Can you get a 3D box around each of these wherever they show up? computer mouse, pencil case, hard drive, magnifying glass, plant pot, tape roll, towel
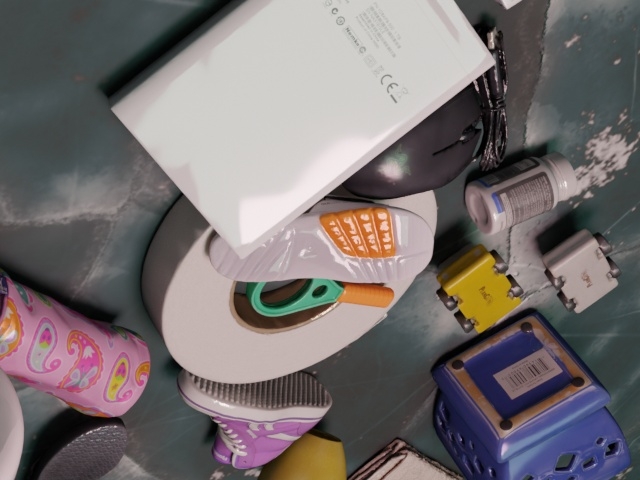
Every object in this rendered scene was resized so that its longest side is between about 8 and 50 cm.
[{"bbox_3d":[0.136,-0.127,1.677,0.272,0.072,0.189,-25,123,-33],"label":"computer mouse"},{"bbox_3d":[-0.316,0.113,1.635,0.124,0.124,0.284,-42,143,10],"label":"pencil case"},{"bbox_3d":[-0.017,-0.171,1.535,0.353,0.047,0.233,-38,117,3],"label":"hard drive"},{"bbox_3d":[0.004,0.061,1.786,0.231,0.026,0.092,8,126,-44],"label":"magnifying glass"},{"bbox_3d":[-0.016,0.330,2.122,0.134,0.134,0.095,16,93,-47],"label":"plant pot"},{"bbox_3d":[-0.034,0.021,1.791,0.392,0.072,0.392,-22,142,-18],"label":"tape roll"},{"bbox_3d":[0.130,0.435,2.406,0.187,0.049,0.282,-41,144,9],"label":"towel"},{"bbox_3d":[0.317,0.265,2.216,0.236,0.236,0.212,-27,137,-10],"label":"plant pot"}]

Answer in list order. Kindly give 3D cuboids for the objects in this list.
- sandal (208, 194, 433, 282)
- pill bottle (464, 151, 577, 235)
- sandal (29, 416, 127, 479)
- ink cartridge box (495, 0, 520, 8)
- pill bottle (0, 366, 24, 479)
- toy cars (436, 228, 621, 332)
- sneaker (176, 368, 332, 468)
[{"bbox_3d":[0.000,-0.009,1.673,0.265,0.076,0.102,-1,121,-10],"label":"sandal"},{"bbox_3d":[0.270,-0.066,1.928,0.137,0.078,0.078,-22,142,-16],"label":"pill bottle"},{"bbox_3d":[-0.343,0.302,1.887,0.097,0.054,0.254,14,132,-38],"label":"sandal"},{"bbox_3d":[0.231,-0.397,1.568,0.189,0.066,0.232,-33,123,-2],"label":"ink cartridge box"},{"bbox_3d":[-0.455,0.271,1.551,0.229,0.229,0.408,-15,158,-25],"label":"pill bottle"},{"bbox_3d":[0.293,0.041,2.068,0.393,0.087,0.176,-7,141,-37],"label":"toy cars"},{"bbox_3d":[-0.118,0.250,1.959,0.161,0.102,0.282,-46,143,20],"label":"sneaker"}]
